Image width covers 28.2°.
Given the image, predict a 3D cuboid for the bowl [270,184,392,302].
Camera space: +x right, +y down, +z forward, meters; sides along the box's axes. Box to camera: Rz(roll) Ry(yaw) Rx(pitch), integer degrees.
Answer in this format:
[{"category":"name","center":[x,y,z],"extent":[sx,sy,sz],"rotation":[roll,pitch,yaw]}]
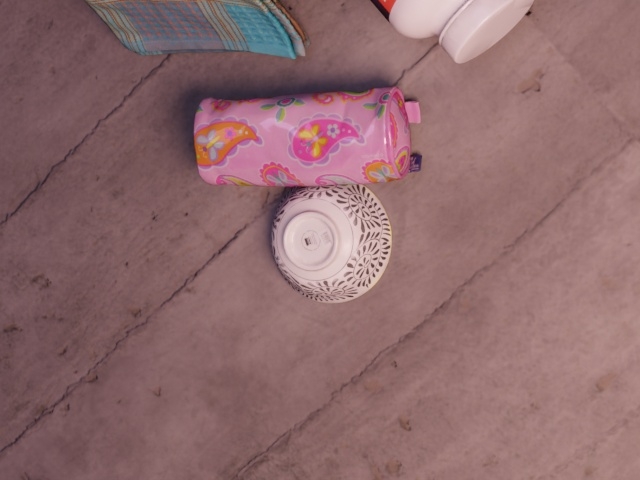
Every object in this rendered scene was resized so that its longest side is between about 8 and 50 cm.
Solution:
[{"category":"bowl","center":[0.000,0.000,1.640],"extent":[0.170,0.080,0.170],"rotation":[1,94,20]}]

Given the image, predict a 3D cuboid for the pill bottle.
[{"category":"pill bottle","center":[0.107,-0.372,1.532],"extent":[0.181,0.181,0.323],"rotation":[-42,78,16]}]

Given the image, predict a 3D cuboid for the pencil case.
[{"category":"pencil case","center":[-0.019,-0.131,1.626],"extent":[0.284,0.124,0.124],"rotation":[-2,91,19]}]

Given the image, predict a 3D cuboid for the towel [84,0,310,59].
[{"category":"towel","center":[-0.195,-0.314,1.549],"extent":[0.271,0.370,0.040],"rotation":[5,75,20]}]
